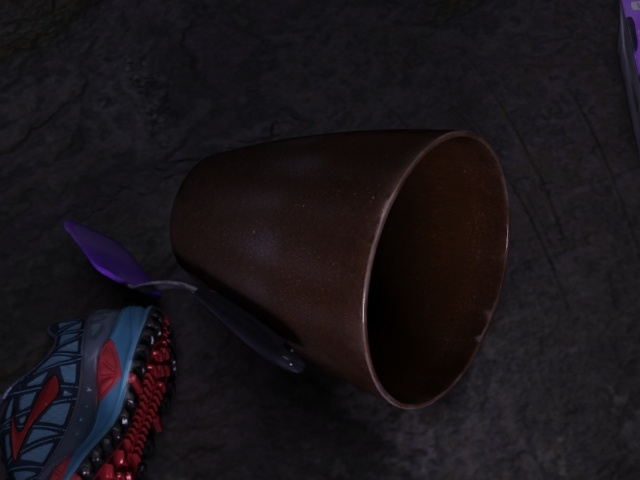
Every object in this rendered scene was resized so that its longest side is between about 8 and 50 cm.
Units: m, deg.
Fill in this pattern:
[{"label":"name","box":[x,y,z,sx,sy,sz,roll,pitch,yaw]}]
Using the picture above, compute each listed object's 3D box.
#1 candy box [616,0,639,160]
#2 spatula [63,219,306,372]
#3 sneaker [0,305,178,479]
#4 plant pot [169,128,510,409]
[{"label":"candy box","box":[0.379,-0.150,1.273,0.196,0.070,0.165,-4,51,3]},{"label":"spatula","box":[-0.111,0.044,1.121,0.296,0.084,0.030,23,86,44]},{"label":"sneaker","box":[-0.200,0.162,1.083,0.125,0.104,0.262,1,43,19]},{"label":"plant pot","box":[0.000,0.000,1.126,0.230,0.215,0.215,14,53,33]}]
